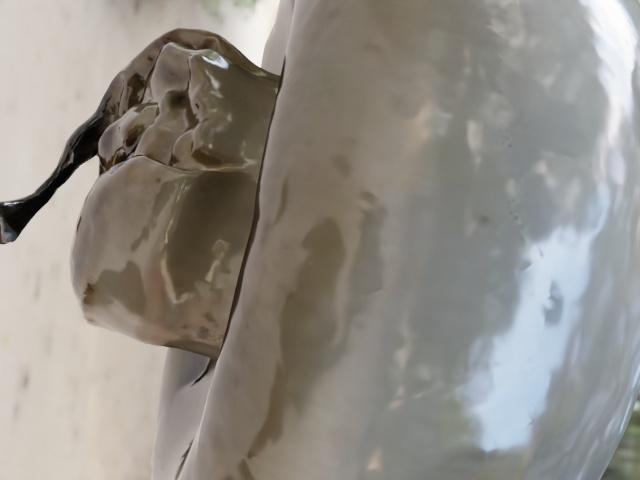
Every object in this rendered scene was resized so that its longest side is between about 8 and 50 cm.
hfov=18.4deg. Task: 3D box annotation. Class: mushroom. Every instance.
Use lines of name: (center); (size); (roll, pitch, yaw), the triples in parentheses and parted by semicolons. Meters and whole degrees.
mushroom: (0.000, 0.000, 0.906); (0.362, 0.295, 0.362); (-164, -90, -84)
